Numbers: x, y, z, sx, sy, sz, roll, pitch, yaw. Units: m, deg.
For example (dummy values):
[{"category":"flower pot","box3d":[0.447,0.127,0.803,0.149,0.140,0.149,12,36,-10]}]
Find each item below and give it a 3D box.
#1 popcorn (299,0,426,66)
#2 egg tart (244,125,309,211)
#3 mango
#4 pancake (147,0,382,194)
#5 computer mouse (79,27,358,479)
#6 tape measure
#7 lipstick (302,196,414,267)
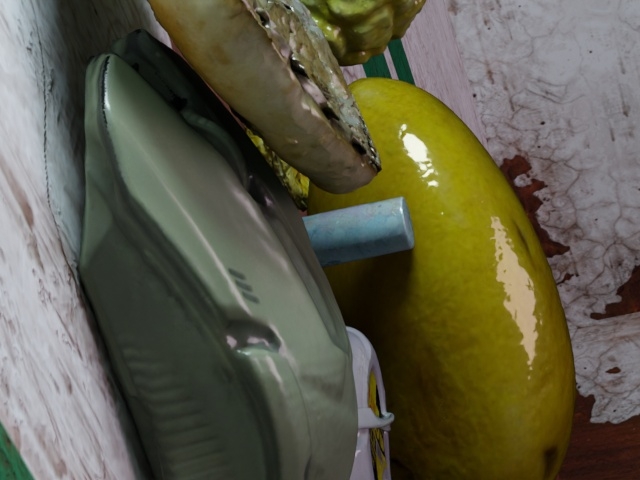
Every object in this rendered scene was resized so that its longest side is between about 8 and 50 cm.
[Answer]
[{"category":"popcorn","box3d":[0.030,-0.295,1.883,0.251,0.206,0.237,-39,166,-41]},{"category":"egg tart","box3d":[-0.040,-0.089,1.782,0.130,0.052,0.130,-11,90,-80]},{"category":"mango","box3d":[0.098,0.063,1.757,0.301,0.221,0.445,-4,-82,63]},{"category":"pancake","box3d":[-0.077,-0.187,1.356,0.387,0.082,0.387,53,10,-13]},{"category":"computer mouse","box3d":[-0.059,0.058,1.323,0.228,0.146,0.428,-63,140,-68]},{"category":"tape measure","box3d":[0.008,0.172,1.571,0.236,0.120,0.197,72,16,-56]},{"category":"lipstick","box3d":[0.000,0.000,1.615,0.048,0.158,0.048,-12,90,-79]}]
